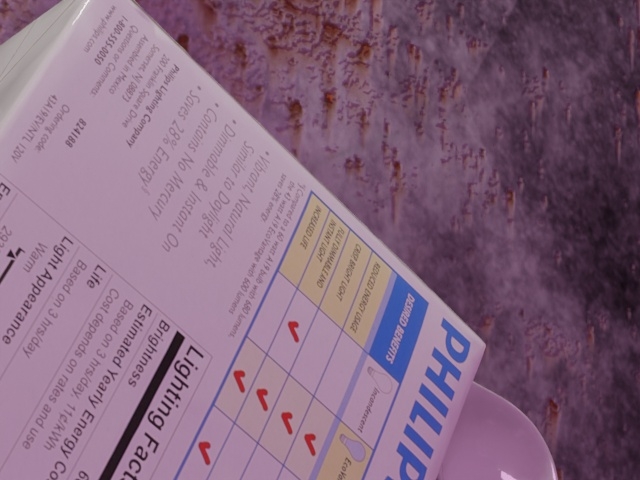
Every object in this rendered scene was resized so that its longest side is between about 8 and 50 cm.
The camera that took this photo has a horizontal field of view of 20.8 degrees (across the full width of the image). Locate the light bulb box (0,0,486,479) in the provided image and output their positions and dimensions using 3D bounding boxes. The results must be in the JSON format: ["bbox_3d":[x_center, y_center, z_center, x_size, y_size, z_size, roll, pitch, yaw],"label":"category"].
[{"bbox_3d":[-0.134,0.107,1.065,0.361,0.225,0.358,44,47,-21],"label":"light bulb box"}]

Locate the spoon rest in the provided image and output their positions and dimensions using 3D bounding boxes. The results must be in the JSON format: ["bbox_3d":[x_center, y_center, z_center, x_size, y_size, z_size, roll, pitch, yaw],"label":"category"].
[{"bbox_3d":[0.094,0.151,1.352,0.276,0.084,0.137,43,54,-20],"label":"spoon rest"}]
